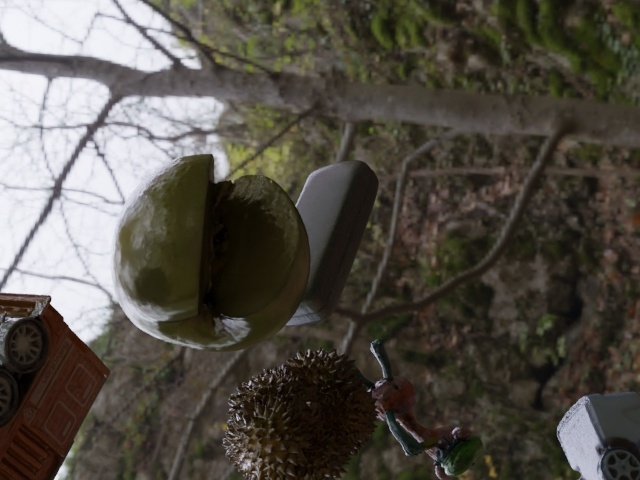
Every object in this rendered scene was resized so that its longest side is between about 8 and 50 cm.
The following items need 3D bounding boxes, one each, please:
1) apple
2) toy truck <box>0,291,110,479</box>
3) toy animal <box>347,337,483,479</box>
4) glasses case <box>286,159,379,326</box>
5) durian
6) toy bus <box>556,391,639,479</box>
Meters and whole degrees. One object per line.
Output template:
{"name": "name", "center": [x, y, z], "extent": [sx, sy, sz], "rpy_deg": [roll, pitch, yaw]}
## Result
{"name": "apple", "center": [-0.158, 0.018, 1.412], "extent": [0.292, 0.292, 0.254], "rpy_deg": [57, -155, -53]}
{"name": "toy truck", "center": [-0.421, 0.262, 1.170], "extent": [0.207, 0.173, 0.387], "rpy_deg": [56, -133, -41]}
{"name": "toy animal", "center": [0.115, 0.226, 1.277], "extent": [0.100, 0.208, 0.103], "rpy_deg": [-42, -7, 27]}
{"name": "glasses case", "center": [0.000, 0.000, 1.653], "extent": [0.074, 0.131, 0.323], "rpy_deg": [51, -134, -36]}
{"name": "durian", "center": [-0.020, 0.180, 0.968], "extent": [0.168, 0.158, 0.136], "rpy_deg": [131, 126, -65]}
{"name": "toy bus", "center": [0.348, 0.304, 0.946], "extent": [0.109, 0.136, 0.329], "rpy_deg": [101, 156, -56]}
